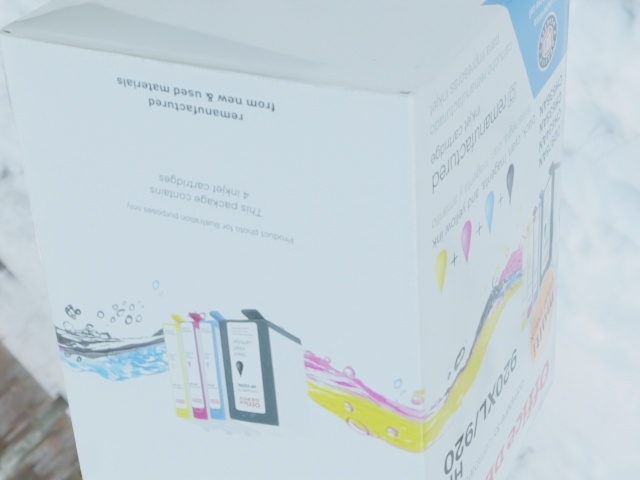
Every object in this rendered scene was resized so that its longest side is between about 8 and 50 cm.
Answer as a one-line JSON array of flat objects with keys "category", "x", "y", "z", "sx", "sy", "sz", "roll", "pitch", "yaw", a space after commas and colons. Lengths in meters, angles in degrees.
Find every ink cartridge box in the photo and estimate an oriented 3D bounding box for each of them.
[{"category": "ink cartridge box", "x": 0.000, "y": 0.000, "z": 0.545, "sx": 0.168, "sy": 0.171, "sz": 0.233, "roll": 11, "pitch": 124, "yaw": 24}]
